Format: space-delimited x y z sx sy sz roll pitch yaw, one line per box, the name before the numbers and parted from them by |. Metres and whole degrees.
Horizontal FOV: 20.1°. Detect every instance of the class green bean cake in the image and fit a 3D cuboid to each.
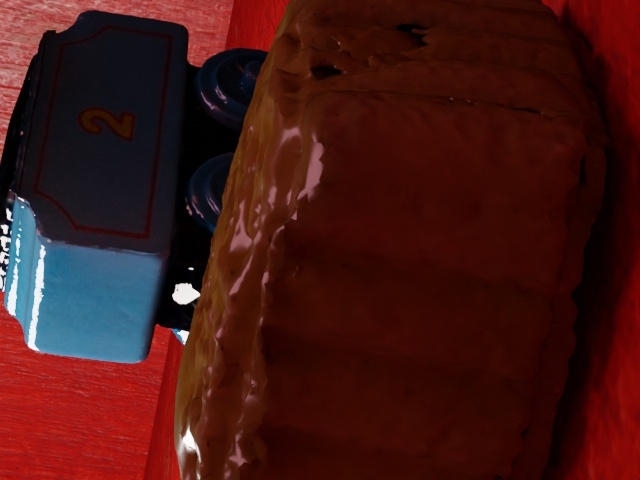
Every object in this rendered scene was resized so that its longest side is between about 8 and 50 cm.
green bean cake | 0.019 0.019 0.709 0.224 0.131 0.229 -94 16 -67

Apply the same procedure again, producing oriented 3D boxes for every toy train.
toy train | -0.143 -0.040 1.531 0.188 0.265 0.300 107 168 -44
